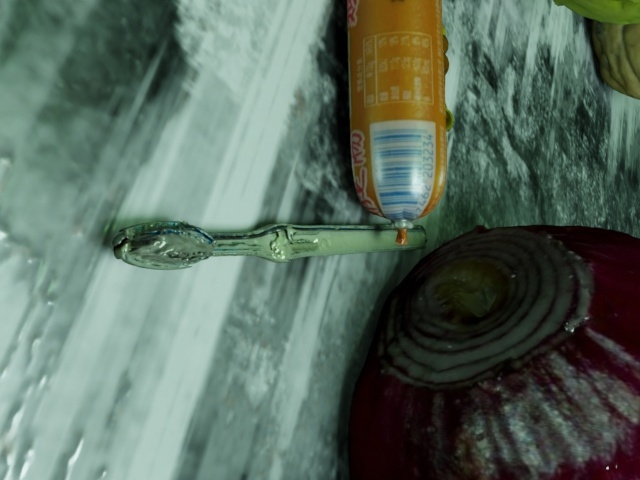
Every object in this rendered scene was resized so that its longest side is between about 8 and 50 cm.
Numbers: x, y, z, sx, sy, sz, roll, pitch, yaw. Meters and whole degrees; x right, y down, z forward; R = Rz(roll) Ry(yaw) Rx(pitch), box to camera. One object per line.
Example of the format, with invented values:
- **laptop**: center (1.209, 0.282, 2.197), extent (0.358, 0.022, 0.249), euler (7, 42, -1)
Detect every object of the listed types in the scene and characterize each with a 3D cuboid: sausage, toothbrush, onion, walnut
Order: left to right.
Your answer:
- **toothbrush**: center (-0.004, 0.000, 0.408), extent (0.294, 0.028, 0.026), euler (-2, 89, -55)
- **sausage**: center (0.055, -0.113, 0.452), extent (0.071, 0.071, 0.234), euler (6, 82, -49)
- **onion**: center (0.192, 0.126, 0.453), extent (0.337, 0.260, 0.281), euler (-43, 113, -42)
- **walnut**: center (0.496, -0.318, 0.902), extent (0.198, 0.198, 0.244), euler (-9, 102, -50)

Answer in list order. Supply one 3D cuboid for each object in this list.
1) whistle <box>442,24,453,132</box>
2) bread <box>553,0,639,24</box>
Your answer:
- **whistle**: center (0.099, -0.138, 0.529), extent (0.057, 0.046, 0.109), euler (30, 58, -28)
- **bread**: center (0.284, -0.396, 0.543), extent (0.308, 0.348, 0.347), euler (10, 78, -45)
